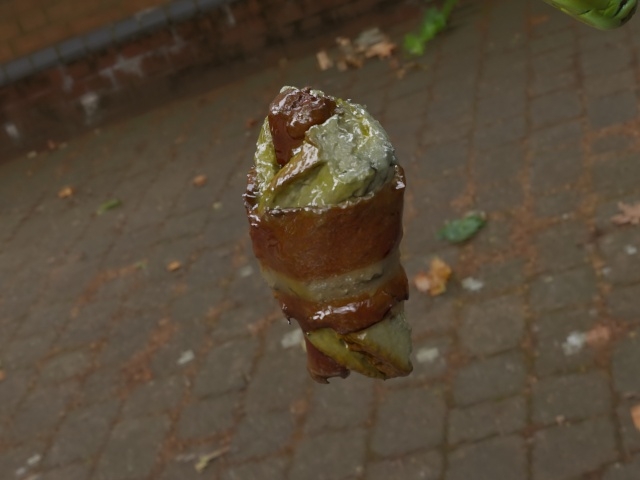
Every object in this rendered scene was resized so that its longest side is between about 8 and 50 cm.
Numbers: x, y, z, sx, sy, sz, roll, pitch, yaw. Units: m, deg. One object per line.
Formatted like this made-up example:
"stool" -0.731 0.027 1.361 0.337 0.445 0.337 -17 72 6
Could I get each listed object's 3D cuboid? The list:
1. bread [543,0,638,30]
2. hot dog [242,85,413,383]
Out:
"bread" 0.250 -0.257 1.236 0.071 0.139 0.130 -64 22 7
"hot dog" 0.000 0.000 0.847 0.103 0.213 0.146 -13 21 -16
